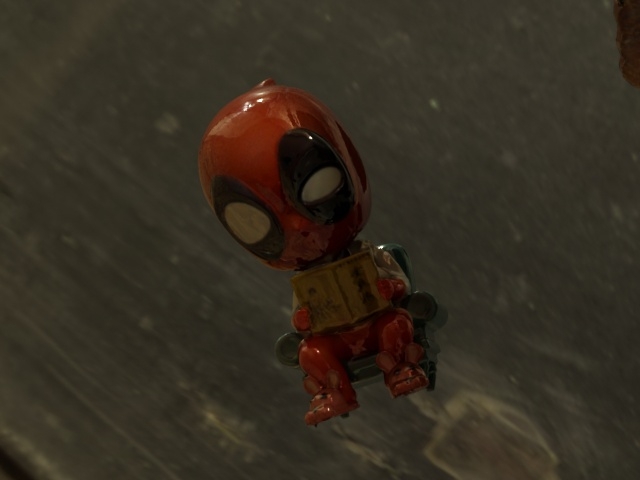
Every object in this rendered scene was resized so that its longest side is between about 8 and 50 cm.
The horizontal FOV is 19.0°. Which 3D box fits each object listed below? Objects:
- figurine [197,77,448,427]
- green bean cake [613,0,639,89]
[{"bbox_3d":[0.000,0.000,0.742,0.068,0.075,0.140,-22,84,10],"label":"figurine"},{"bbox_3d":[0.230,-0.137,1.052,0.135,0.135,0.056,2,57,15],"label":"green bean cake"}]
